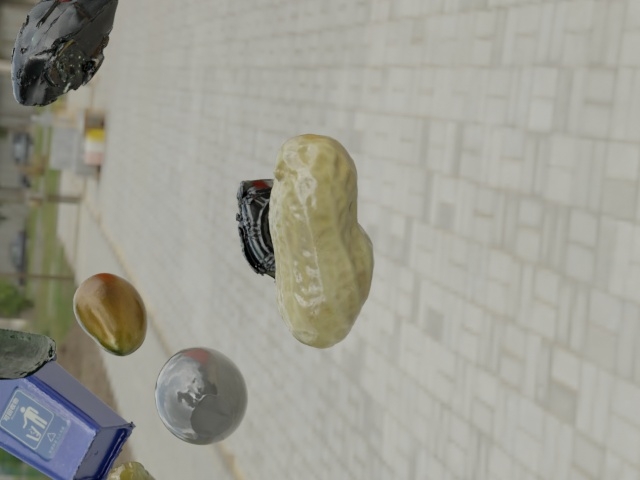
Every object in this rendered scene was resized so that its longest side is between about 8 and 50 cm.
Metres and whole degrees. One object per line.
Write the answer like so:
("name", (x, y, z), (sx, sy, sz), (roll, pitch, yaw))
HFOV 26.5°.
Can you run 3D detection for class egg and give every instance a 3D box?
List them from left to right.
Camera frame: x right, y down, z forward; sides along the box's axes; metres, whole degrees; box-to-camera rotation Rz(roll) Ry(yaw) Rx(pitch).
("egg", (-0.227, 0.290, 2.579), (0.232, 0.176, 0.176), (-116, 33, -67))

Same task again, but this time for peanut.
("peanut", (0.000, 0.000, 1.958), (0.152, 0.152, 0.313), (-145, 47, -75))

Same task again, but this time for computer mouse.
("computer mouse", (-0.380, -0.302, 1.991), (0.241, 0.146, 0.077), (-61, -24, -14))

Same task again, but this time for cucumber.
("cucumber", (-0.407, 0.143, 1.705), (0.244, 0.115, 0.063), (20, -109, -69))

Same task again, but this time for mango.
("mango", (-0.334, 0.121, 2.200), (0.163, 0.111, 0.089), (44, 141, 28))

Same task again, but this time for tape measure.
("tape measure", (-0.039, -0.023, 2.298), (0.112, 0.199, 0.186), (136, 122, -82))

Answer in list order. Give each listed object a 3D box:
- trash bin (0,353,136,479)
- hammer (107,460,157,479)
("trash bin", (-0.421, 0.279, 2.126), (0.162, 0.234, 0.184), (-62, -21, 7))
("hammer", (-0.150, 0.359, 1.619), (0.202, 0.305, 0.113), (-51, 32, -10))
